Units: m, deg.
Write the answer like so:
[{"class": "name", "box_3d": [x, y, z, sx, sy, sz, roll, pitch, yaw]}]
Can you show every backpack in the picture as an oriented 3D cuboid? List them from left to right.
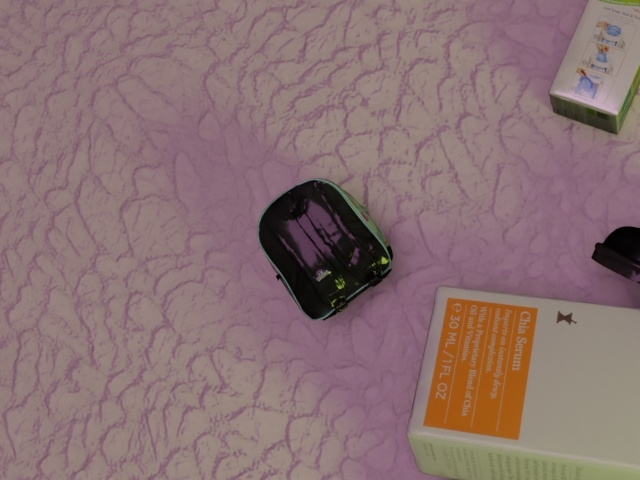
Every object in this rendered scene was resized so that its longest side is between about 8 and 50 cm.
[{"class": "backpack", "box_3d": [0.000, 0.000, 1.539, 0.166, 0.144, 0.188, -37, 98, 10]}]

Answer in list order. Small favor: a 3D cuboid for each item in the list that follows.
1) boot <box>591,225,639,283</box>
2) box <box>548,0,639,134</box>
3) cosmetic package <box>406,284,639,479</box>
[{"class": "boot", "box_3d": [0.565, -0.035, 1.398, 0.348, 0.131, 0.260, 14, 93, 6]}, {"class": "box", "box_3d": [0.417, -0.272, 1.482, 0.103, 0.114, 0.203, 23, 89, 18]}, {"class": "cosmetic package", "box_3d": [0.362, 0.216, 1.371, 0.453, 0.161, 0.230, 6, 60, 16]}]
